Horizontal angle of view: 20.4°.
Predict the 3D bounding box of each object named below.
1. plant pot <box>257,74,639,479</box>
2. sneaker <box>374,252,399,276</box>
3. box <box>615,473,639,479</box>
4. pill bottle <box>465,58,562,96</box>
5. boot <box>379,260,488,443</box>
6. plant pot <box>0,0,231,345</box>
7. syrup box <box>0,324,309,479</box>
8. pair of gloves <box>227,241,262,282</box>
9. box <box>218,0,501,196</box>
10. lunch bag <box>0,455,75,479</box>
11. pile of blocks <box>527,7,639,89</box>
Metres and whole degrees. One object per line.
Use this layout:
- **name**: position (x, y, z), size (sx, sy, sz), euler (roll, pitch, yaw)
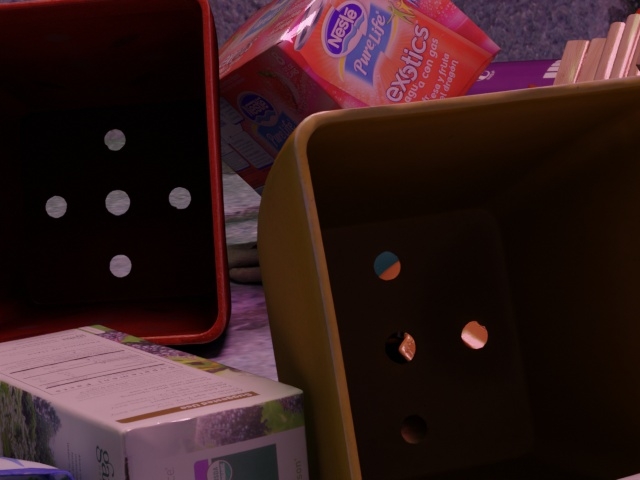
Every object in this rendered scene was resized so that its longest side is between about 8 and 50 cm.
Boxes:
- **plant pot**: position (0.074, 0.047, 0.867), size (0.212, 0.212, 0.187), euler (-8, -3, -19)
- **sneaker**: position (0.130, -0.001, 1.374), size (0.178, 0.124, 0.295), euler (5, 4, 16)
- **box**: position (0.120, 0.137, 0.428), size (0.091, 0.130, 0.170), euler (-9, 9, -32)
- **pill bottle**: position (0.253, -0.072, 1.562), size (0.323, 0.181, 0.181), euler (0, 10, 29)
- **boot**: position (0.145, 0.057, 1.057), size (0.283, 0.109, 0.220), euler (13, 24, 30)
- **plant pot**: position (-0.192, -0.040, 1.443), size (0.267, 0.267, 0.236), euler (-4, -5, 8)
- **syrup box**: position (-0.100, 0.108, 0.870), size (0.096, 0.093, 0.237), euler (-10, 10, -31)
- **pair of gloves**: position (0.000, 0.000, 1.700), size (0.204, 0.042, 0.240), euler (3, 11, 43)
- **box**: position (0.003, -0.138, 1.548), size (0.142, 0.154, 0.300), euler (-51, 12, -19)
- **lunch bag**: position (-0.199, 0.130, 0.773), size (0.129, 0.096, 0.151), euler (3, 21, 45)
- **pile of blocks**: position (0.248, -0.109, 1.346), size (0.149, 0.112, 0.362), euler (27, -22, -16)
